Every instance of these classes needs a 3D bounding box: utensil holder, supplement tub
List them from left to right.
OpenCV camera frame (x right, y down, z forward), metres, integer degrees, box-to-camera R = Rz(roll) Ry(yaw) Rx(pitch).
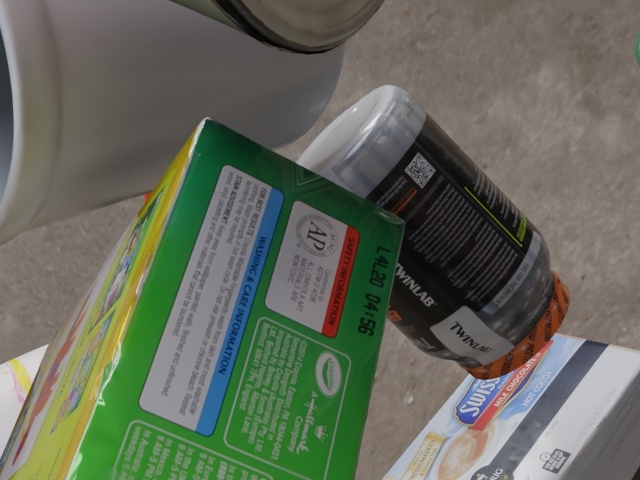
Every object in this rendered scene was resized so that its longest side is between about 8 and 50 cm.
[{"bbox_3d":[-0.208,-0.192,0.923,0.385,0.327,0.327,-22,67,-45],"label":"utensil holder"},{"bbox_3d":[0.119,-0.002,1.109,0.316,0.193,0.193,44,72,-13],"label":"supplement tub"}]

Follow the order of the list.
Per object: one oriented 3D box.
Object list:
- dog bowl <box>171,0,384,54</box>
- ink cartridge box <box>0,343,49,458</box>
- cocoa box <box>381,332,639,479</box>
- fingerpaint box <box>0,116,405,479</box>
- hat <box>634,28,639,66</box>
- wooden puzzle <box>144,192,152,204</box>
[{"bbox_3d":[-0.051,-0.301,0.471,0.150,0.408,0.408,11,68,21],"label":"dog bowl"},{"bbox_3d":[-0.383,0.267,1.395,0.207,0.119,0.353,46,38,15],"label":"ink cartridge box"},{"bbox_3d":[0.293,0.319,1.367,0.228,0.231,0.347,11,43,43],"label":"cocoa box"},{"bbox_3d":[-0.133,0.209,0.641,0.163,0.371,0.444,27,52,-16],"label":"fingerpaint box"},{"bbox_3d":[0.458,-0.156,1.075,0.173,0.183,0.208,-40,45,-4],"label":"hat"},{"bbox_3d":[-0.226,0.027,1.524,0.081,0.322,0.347,0,72,5],"label":"wooden puzzle"}]
